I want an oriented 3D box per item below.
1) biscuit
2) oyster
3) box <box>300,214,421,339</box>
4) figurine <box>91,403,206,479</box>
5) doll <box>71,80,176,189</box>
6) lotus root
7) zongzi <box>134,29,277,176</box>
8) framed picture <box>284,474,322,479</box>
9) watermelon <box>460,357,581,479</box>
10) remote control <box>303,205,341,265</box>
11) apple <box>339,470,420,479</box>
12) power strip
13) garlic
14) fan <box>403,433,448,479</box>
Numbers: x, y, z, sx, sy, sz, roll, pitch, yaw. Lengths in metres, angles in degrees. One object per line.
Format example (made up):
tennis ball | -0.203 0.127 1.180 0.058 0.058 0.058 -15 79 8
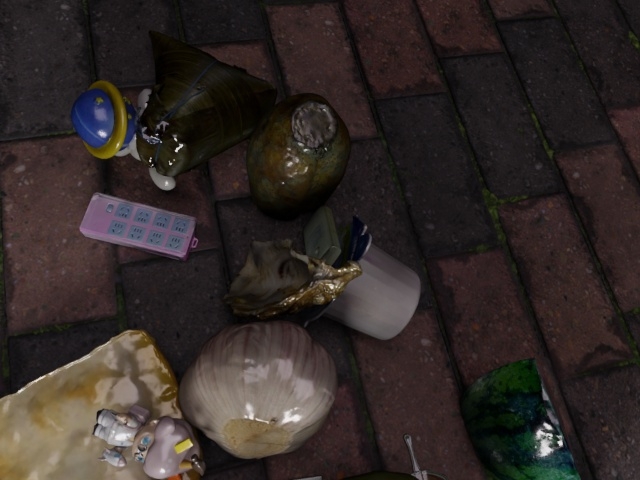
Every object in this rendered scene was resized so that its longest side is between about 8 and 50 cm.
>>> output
biscuit | -0.447 0.429 1.077 0.429 0.104 0.446 -33 79 -11
oyster | -0.095 0.104 1.158 0.111 0.396 0.204 50 64 -29
box | 0.113 0.095 1.231 0.206 0.291 0.263 28 53 -17
figurine | -0.308 0.372 0.996 0.228 0.112 0.138 20 104 5
doll | -0.476 -0.243 1.326 0.159 0.242 0.311 -33 75 15
lotus root | -0.058 -0.200 1.285 0.250 0.346 0.251 4 73 -13
zongzi | -0.380 -0.360 1.317 0.432 0.208 0.403 36 42 8
framed picture | -0.083 0.650 1.109 0.211 0.020 0.290 -3 70 -11
watermelon | 0.445 0.453 1.218 0.222 0.319 0.293 -15 60 21
remote control | 0.000 0.000 1.281 0.038 0.098 0.234 31 21 -18
apple | 0.111 0.609 0.986 0.356 0.357 0.358 3 68 -8
power strip | -0.434 -0.033 1.310 0.278 0.037 0.109 14 67 -4
garlic | -0.109 0.289 1.093 0.317 0.318 0.260 0 41 -10
fan | 0.224 0.544 1.210 0.131 0.009 0.220 -9 71 -14
